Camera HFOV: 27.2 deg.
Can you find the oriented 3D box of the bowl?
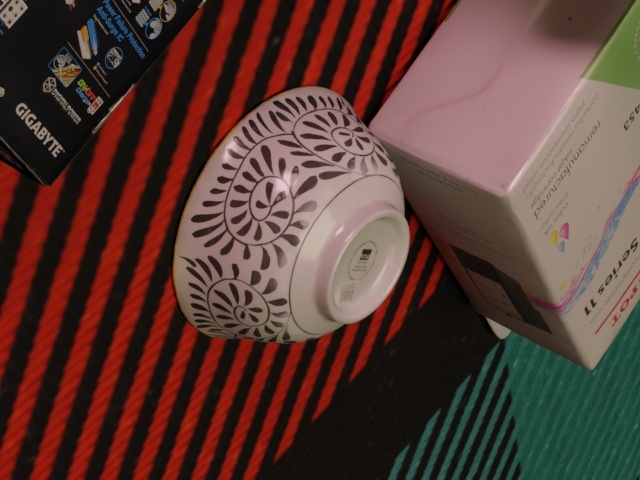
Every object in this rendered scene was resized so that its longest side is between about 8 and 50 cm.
[{"bbox_3d":[0.000,0.000,0.791,0.170,0.080,0.170,-32,137,-37],"label":"bowl"}]

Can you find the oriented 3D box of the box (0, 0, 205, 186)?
[{"bbox_3d":[-0.121,-0.150,0.536,0.175,0.051,0.220,-53,147,-13],"label":"box"}]

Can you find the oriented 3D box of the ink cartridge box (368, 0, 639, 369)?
[{"bbox_3d":[0.186,-0.047,0.975,0.207,0.119,0.353,-55,147,-11],"label":"ink cartridge box"}]
